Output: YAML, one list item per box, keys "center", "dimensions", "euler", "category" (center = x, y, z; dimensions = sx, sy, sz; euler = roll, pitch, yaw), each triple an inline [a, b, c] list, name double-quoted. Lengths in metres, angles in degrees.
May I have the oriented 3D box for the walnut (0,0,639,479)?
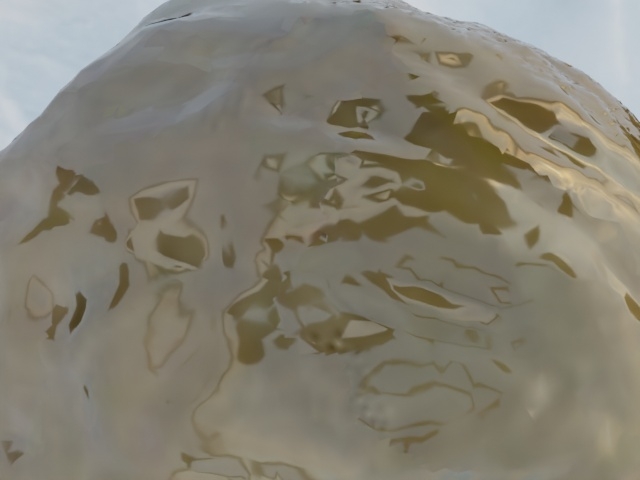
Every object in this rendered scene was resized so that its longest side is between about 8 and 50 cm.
- center: [0.000, 0.006, 0.471]
  dimensions: [0.238, 0.204, 0.141]
  euler: [-27, 121, -11]
  category: "walnut"
